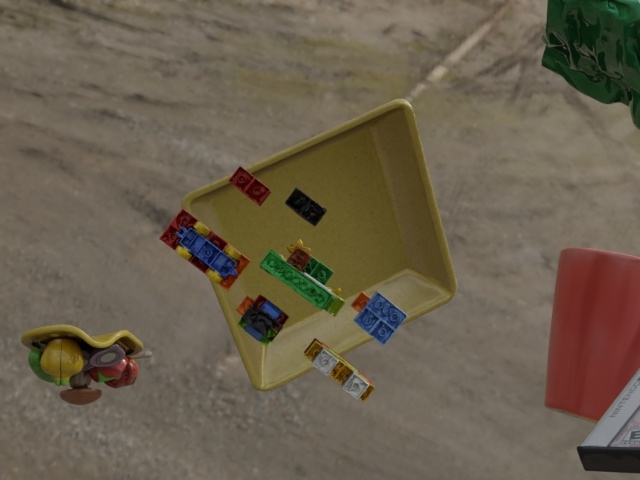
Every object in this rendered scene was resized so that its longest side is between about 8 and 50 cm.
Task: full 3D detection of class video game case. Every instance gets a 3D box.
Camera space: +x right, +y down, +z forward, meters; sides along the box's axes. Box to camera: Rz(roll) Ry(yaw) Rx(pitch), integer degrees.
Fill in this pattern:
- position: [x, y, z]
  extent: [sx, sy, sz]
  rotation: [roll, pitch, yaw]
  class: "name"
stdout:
- position: [0.455, 0.173, 1.158]
  extent: [0.274, 0.035, 0.248]
  rotation: [-9, 20, 45]
  class: "video game case"

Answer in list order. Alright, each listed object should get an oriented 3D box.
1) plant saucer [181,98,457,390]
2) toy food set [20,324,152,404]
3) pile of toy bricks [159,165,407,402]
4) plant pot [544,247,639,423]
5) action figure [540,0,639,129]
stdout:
- position: [0.000, 0.000, 1.456]
  extent: [0.332, 0.333, 0.081]
  rotation: [-25, 31, -11]
  class: "plant saucer"
- position: [-0.277, 0.156, 1.265]
  extent: [0.128, 0.071, 0.218]
  rotation: [-5, -17, 5]
  class: "toy food set"
- position: [-0.021, 0.031, 0.887]
  extent: [0.212, 0.118, 0.105]
  rotation: [38, -1, -1]
  class: "pile of toy bricks"
- position: [0.464, 0.164, 1.595]
  extent: [0.274, 0.243, 0.275]
  rotation: [16, -6, 2]
  class: "plant pot"
- position: [0.220, -0.163, 0.814]
  extent: [0.137, 0.064, 0.232]
  rotation: [26, -3, 23]
  class: "action figure"
